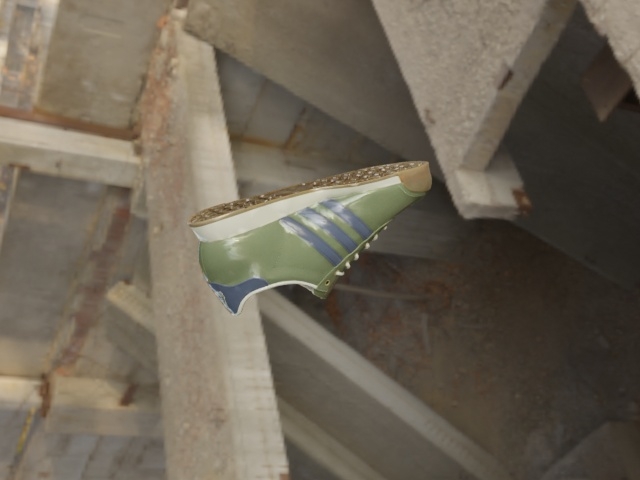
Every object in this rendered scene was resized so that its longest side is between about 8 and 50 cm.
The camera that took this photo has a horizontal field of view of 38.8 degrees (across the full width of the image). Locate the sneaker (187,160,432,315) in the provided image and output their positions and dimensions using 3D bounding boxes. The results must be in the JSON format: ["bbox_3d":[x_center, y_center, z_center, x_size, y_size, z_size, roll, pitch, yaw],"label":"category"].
[{"bbox_3d":[0.000,0.000,0.691,0.064,0.192,0.086,-159,56,-68],"label":"sneaker"}]
